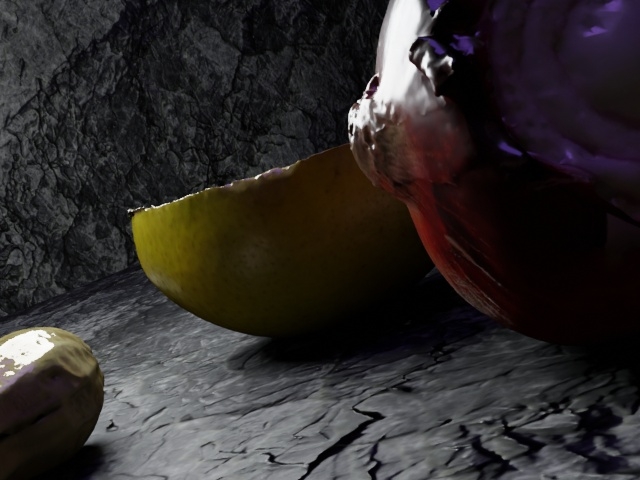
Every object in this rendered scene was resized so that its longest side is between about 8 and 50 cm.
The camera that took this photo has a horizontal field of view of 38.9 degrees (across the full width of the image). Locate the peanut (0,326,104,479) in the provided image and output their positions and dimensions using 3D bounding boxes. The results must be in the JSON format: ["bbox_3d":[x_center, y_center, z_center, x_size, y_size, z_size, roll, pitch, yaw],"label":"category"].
[{"bbox_3d":[-0.276,0.156,0.750,0.130,0.130,0.290,-15,10,27],"label":"peanut"}]

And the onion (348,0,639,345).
[{"bbox_3d":[0.192,-0.095,0.684,0.341,0.341,0.341,-18,7,2],"label":"onion"}]

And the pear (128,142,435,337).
[{"bbox_3d":[0.000,0.000,1.005,0.387,0.191,0.340,-15,3,24],"label":"pear"}]
